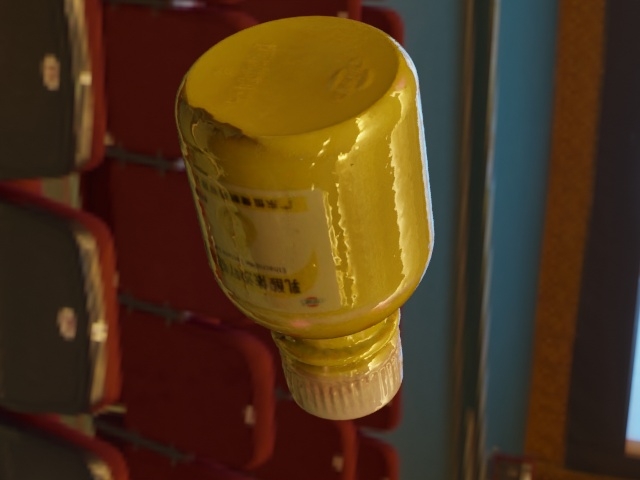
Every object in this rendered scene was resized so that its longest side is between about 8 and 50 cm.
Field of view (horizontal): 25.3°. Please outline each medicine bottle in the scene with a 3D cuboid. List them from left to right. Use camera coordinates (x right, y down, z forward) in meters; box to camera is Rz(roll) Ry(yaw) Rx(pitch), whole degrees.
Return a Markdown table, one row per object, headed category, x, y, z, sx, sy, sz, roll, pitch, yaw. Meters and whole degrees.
| category | x | y | z | sx | sy | sz | roll | pitch | yaw |
| --- | --- | --- | --- | --- | --- | --- | --- | --- | --- |
| medicine bottle | 0.000 | 0.000 | 0.753 | 0.122 | 0.122 | 0.212 | -64 | 153 | -45 |
